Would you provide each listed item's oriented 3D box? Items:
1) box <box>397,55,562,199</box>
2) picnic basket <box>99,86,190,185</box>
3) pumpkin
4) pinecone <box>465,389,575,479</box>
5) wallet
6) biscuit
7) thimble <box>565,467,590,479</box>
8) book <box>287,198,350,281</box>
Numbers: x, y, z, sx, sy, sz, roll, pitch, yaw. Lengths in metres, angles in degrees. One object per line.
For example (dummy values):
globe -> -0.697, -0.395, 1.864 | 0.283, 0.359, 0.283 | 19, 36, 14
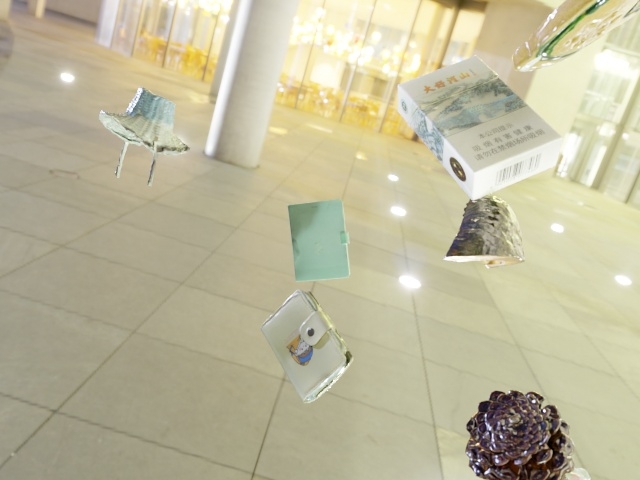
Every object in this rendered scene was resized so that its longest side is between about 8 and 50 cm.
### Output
box -> 0.264, -0.201, 1.073 | 0.164, 0.069, 0.256 | -22, 52, -10
picnic basket -> -0.155, -0.089, 0.549 | 0.065, 0.083, 0.083 | 21, 1, 42
pumpkin -> 0.349, -0.033, 1.257 | 0.111, 0.163, 0.278 | -5, -8, 35
pinecone -> 0.310, 0.329, 0.957 | 0.163, 0.165, 0.163 | -22, 29, 13
wallet -> -0.021, 0.164, 0.995 | 0.039, 0.110, 0.155 | 26, 22, -52
biscuit -> 0.593, -0.480, 1.361 | 0.287, 0.057, 0.344 | -21, -11, -27
thimble -> 0.400, 0.495, 1.114 | 0.211, 0.185, 0.149 | -18, 55, 5
book -> 0.000, 0.000, 1.074 | 0.103, 0.135, 0.017 | -6, -1, 16
